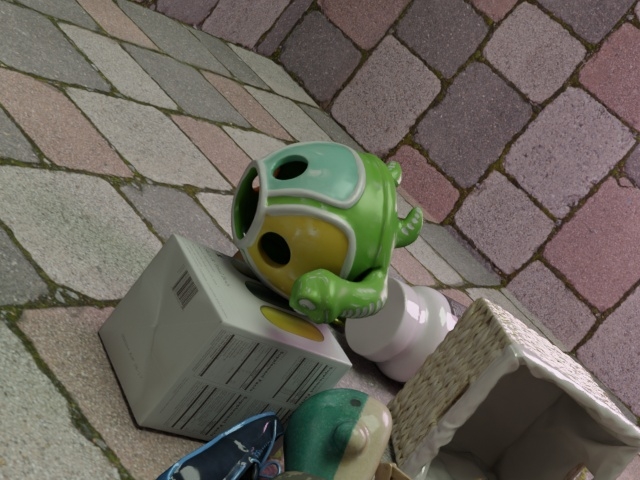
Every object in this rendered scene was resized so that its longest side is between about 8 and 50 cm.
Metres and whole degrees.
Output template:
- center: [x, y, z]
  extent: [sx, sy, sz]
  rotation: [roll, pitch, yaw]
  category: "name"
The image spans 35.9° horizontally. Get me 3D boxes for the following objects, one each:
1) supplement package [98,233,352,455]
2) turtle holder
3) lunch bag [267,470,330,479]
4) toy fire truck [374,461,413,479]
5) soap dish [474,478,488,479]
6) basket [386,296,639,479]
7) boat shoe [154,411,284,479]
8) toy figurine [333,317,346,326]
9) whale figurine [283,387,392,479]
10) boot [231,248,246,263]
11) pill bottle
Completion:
- center: [-0.138, 0.156, 1.436]
  extent: [0.262, 0.198, 0.199]
  rotation: [25, 21, -43]
  category: "supplement package"
- center: [-0.008, 0.002, 1.443]
  extent: [0.227, 0.243, 0.321]
  rotation: [15, 61, -23]
  category: "turtle holder"
- center: [-0.017, 0.374, 0.973]
  extent: [0.305, 0.213, 0.256]
  rotation: [9, 11, 37]
  category: "lunch bag"
- center: [0.086, 0.376, 1.468]
  extent: [0.192, 0.135, 0.047]
  rotation: [50, 19, 30]
  category: "toy fire truck"
- center: [0.322, 0.525, 1.581]
  extent: [0.229, 0.118, 0.291]
  rotation: [37, 9, -20]
  category: "soap dish"
- center: [0.334, 0.338, 1.805]
  extent: [0.331, 0.328, 0.266]
  rotation: [34, 13, -19]
  category: "basket"
- center: [-0.124, 0.307, 1.293]
  extent: [0.089, 0.109, 0.258]
  rotation: [51, 34, 11]
  category: "boat shoe"
- center: [0.067, 0.021, 2.223]
  extent: [0.191, 0.217, 0.362]
  rotation: [38, 16, -7]
  category: "toy figurine"
- center: [-0.002, 0.318, 1.355]
  extent: [0.141, 0.216, 0.272]
  rotation: [24, 41, 8]
  category: "whale figurine"
- center: [-0.076, 0.044, 1.743]
  extent: [0.089, 0.269, 0.236]
  rotation: [17, 27, -49]
  category: "boot"
- center: [0.239, 0.220, 2.094]
  extent: [0.362, 0.210, 0.210]
  rotation: [29, 19, -34]
  category: "pill bottle"
